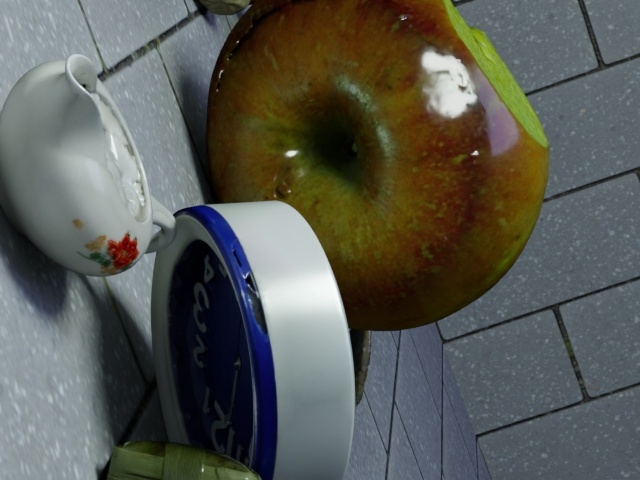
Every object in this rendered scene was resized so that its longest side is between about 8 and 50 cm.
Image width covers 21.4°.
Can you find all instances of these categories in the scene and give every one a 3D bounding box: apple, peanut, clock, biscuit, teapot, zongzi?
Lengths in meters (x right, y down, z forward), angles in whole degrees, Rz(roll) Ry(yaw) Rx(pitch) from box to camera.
[{"bbox_3d":[0.068,-0.098,1.771,0.374,0.374,0.384,-16,103,-82],"label":"apple"},{"bbox_3d":[-0.115,-0.322,2.072,0.187,0.082,0.082,-88,158,-71],"label":"peanut"},{"bbox_3d":[-0.052,0.086,1.206,0.230,0.083,0.230,171,-90,-67],"label":"clock"},{"bbox_3d":[0.050,0.134,2.129,0.152,0.020,0.152,-174,-90,-84],"label":"biscuit"},{"bbox_3d":[-0.158,-0.042,1.116,0.226,0.092,0.145,58,18,-62],"label":"teapot"},{"bbox_3d":[-0.078,0.169,1.133,0.119,0.109,0.055,53,50,-73],"label":"zongzi"}]

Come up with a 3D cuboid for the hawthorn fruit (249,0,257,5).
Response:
[{"bbox_3d":[-0.099,-0.356,2.278,0.077,0.077,0.077,-19,90,-82],"label":"hawthorn fruit"}]
